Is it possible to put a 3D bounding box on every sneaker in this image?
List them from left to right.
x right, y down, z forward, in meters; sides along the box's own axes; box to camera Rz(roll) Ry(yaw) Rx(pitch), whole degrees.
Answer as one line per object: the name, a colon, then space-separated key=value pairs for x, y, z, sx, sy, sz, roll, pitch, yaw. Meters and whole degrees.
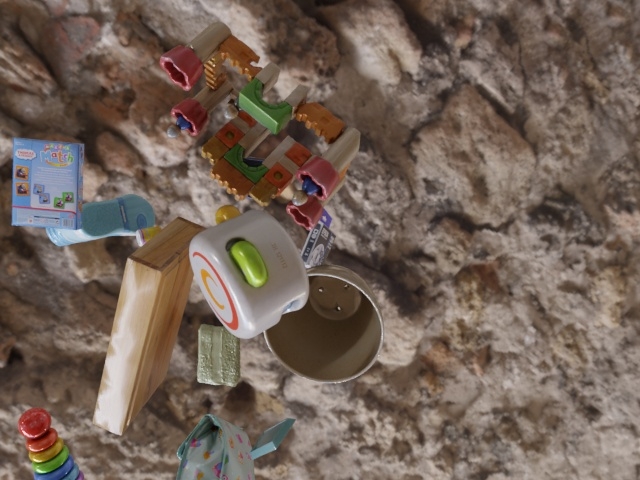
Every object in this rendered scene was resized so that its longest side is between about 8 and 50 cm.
sneaker: x=-0.649 y=-0.059 z=1.668 sx=0.319 sy=0.208 sz=0.127 roll=-8 pitch=-90 yaw=-67

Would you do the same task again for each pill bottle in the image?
pill bottle: x=-0.419 y=-0.013 z=1.449 sx=0.043 sy=0.083 sz=0.043 roll=33 pitch=129 yaw=53

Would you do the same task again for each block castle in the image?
block castle: x=-0.148 y=-0.232 z=1.297 sx=0.453 sy=0.213 sz=0.303 roll=39 pitch=162 yaw=4

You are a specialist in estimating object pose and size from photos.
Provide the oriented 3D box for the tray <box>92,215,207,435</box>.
tray: x=-0.344 y=0.174 z=1.163 sx=0.076 sy=0.411 sz=0.203 roll=24 pitch=-153 yaw=3

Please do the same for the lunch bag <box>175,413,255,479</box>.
lunch bag: x=-0.272 y=0.613 z=1.530 sx=0.223 sy=0.160 sz=0.262 roll=56 pitch=-150 yaw=-54

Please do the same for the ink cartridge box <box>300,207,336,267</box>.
ink cartridge box: x=0.000 y=0.000 z=1.980 sx=0.045 sy=0.208 sz=0.206 roll=19 pitch=174 yaw=16

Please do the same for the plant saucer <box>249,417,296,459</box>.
plant saucer: x=-0.099 y=0.392 z=1.137 sx=0.018 sy=0.067 sz=0.192 roll=39 pitch=148 yaw=0

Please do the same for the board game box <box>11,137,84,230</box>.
board game box: x=-0.665 y=-0.137 z=1.401 sx=0.160 sy=0.212 sz=0.039 roll=5 pitch=-171 yaw=-2

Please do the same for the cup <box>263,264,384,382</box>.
cup: x=0.027 y=0.201 z=1.639 sx=0.331 sy=0.331 sz=0.237 roll=41 pitch=-158 yaw=-4

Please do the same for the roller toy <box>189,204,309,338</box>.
roller toy: x=-0.116 y=0.051 z=0.962 sx=0.209 sy=0.146 sz=0.191 roll=29 pitch=139 yaw=48

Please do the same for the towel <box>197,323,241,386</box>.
towel: x=-0.248 y=0.280 z=1.402 sx=0.110 sy=0.148 sz=0.027 roll=2 pitch=-178 yaw=5

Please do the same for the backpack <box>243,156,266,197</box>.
backpack: x=-0.189 y=-0.182 z=1.658 sx=0.105 sy=0.114 sz=0.084 roll=6 pitch=-166 yaw=-2

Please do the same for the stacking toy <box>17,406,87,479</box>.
stacking toy: x=-0.821 y=0.651 z=1.730 sx=0.141 sy=0.141 sz=0.330 roll=-145 pitch=39 yaw=-66
